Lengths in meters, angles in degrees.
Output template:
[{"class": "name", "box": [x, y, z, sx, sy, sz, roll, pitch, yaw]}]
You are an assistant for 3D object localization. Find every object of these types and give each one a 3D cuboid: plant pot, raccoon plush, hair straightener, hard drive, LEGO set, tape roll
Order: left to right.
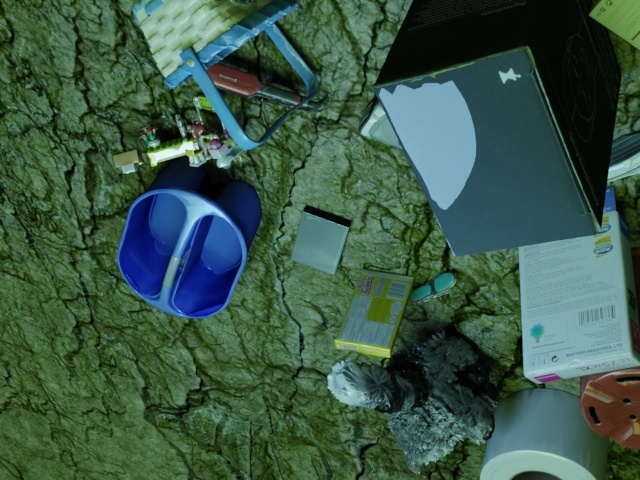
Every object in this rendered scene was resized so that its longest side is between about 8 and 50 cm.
[{"class": "LEGO set", "box": [-0.252, -0.195, 1.864, 0.287, 0.132, 0.107, 1, 120, 34]}, {"class": "hair straightener", "box": [-0.095, -0.262, 1.782, 0.231, 0.089, 0.047, 11, 92, -4]}, {"class": "hard drive", "box": [0.000, 0.000, 1.998, 0.094, 0.022, 0.135, 20, 134, 4]}, {"class": "raccoon plush", "box": [0.136, 0.320, 2.058, 0.447, 0.216, 0.299, 20, 138, -27]}, {"class": "tape roll", "box": [0.460, 0.445, 2.112, 0.246, 0.169, 0.246, 11, 132, 13]}, {"class": "plant pot", "box": [0.562, 0.198, 1.785, 0.273, 0.265, 0.272, 11, 132, 12]}]

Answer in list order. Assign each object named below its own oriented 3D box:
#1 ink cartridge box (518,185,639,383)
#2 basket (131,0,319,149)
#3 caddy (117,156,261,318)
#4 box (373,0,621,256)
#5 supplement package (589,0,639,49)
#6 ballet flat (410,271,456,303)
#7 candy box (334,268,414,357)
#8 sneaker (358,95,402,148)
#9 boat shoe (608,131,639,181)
[{"class": "ink cartridge box", "box": [0.428, 0.073, 1.727, 0.186, 0.311, 0.065, -17, 149, 32]}, {"class": "basket", "box": [-0.136, -0.304, 1.623, 0.201, 0.254, 0.289, -24, 107, 34]}, {"class": "caddy", "box": [-0.257, 0.009, 1.999, 0.241, 0.179, 0.341, 25, 134, 0]}, {"class": "box", "box": [0.266, -0.221, 1.439, 0.212, 0.395, 0.293, -11, 124, 29]}, {"class": "supplement package", "box": [0.487, -0.328, 1.457, 0.179, 0.105, 0.105, 32, 134, -8]}, {"class": "ballet flat", "box": [0.225, 0.092, 1.987, 0.114, 0.041, 0.041, -29, 115, 38]}, {"class": "candy box", "box": [0.105, 0.134, 1.947, 0.105, 0.206, 0.027, 7, 131, 16]}, {"class": "sneaker", "box": [0.168, -0.226, 1.700, 0.132, 0.086, 0.228, 29, 144, -11]}, {"class": "boat shoe", "box": [0.529, -0.132, 1.630, 0.226, 0.083, 0.076, -26, 116, 36]}]
